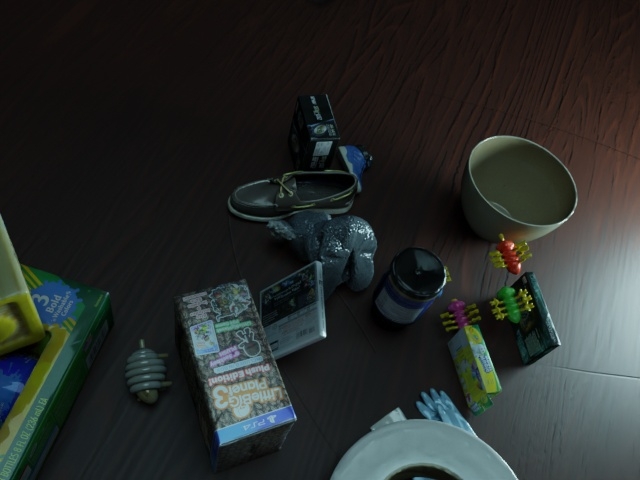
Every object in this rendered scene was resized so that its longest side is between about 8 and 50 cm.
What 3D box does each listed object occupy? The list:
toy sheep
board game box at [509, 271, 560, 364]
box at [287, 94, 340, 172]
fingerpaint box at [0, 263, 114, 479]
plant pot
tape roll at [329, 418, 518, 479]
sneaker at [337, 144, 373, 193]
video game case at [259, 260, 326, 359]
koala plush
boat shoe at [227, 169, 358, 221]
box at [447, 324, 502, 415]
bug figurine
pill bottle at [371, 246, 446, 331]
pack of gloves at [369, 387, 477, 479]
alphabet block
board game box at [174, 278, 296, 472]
[{"bbox_3d":[-0.349,0.262,1.260,0.091,0.091,0.132,-9,67,-18],"label":"toy sheep"},{"bbox_3d":[0.491,0.184,1.479,0.026,0.126,0.186,-1,60,-16],"label":"board game box"},{"bbox_3d":[-0.021,-0.256,1.598,0.078,0.180,0.147,-5,61,-16],"label":"box"},{"bbox_3d":[-0.649,0.251,1.147,0.371,0.163,0.444,19,56,-1],"label":"fingerpaint box"},{"bbox_3d":[0.476,-0.099,1.609,0.284,0.191,0.284,7,55,-10],"label":"plant pot"},{"bbox_3d":[0.198,0.531,1.174,0.392,0.072,0.391,-1,51,1],"label":"tape roll"},{"bbox_3d":[0.106,-0.195,1.663,0.085,0.058,0.152,-12,56,-10],"label":"sneaker"},{"bbox_3d":[-0.063,0.155,1.342,0.022,0.190,0.173,24,50,-38],"label":"video game case"},{"bbox_3d":[0.000,0.000,1.457,0.196,0.203,0.221,-13,36,-38],"label":"koala plush"},{"bbox_3d":[-0.066,-0.119,1.553,0.325,0.096,0.116,-3,60,-15],"label":"boat shoe"},{"bbox_3d":[0.343,0.289,1.392,0.043,0.105,0.179,-4,61,-14],"label":"box"},{"bbox_3d":[0.370,0.109,1.489,0.279,0.072,0.216,-17,65,11],"label":"bug figurine"},{"bbox_3d":[0.185,0.117,1.393,0.123,0.219,0.122,6,58,-10],"label":"pill bottle"},{"bbox_3d":[0.250,0.433,1.318,0.195,0.046,0.232,-27,68,-27],"label":"pack of gloves"},{"bbox_3d":[-0.601,0.083,1.054,0.194,0.192,0.197,-21,65,-23],"label":"alphabet block"},{"bbox_3d":[-0.175,0.263,1.211,0.141,0.232,0.291,-14,63,-20],"label":"board game box"}]
